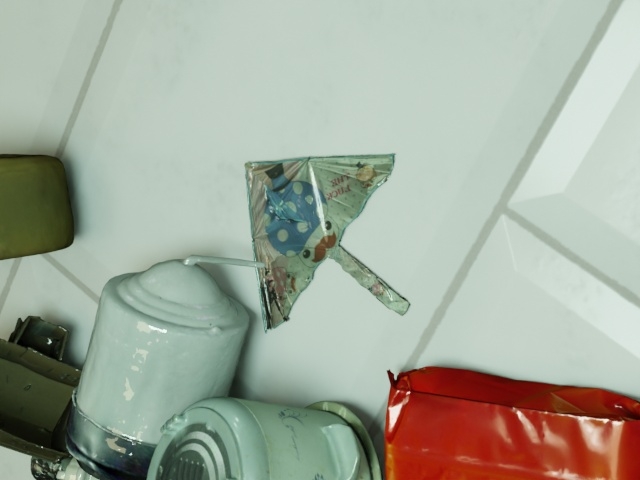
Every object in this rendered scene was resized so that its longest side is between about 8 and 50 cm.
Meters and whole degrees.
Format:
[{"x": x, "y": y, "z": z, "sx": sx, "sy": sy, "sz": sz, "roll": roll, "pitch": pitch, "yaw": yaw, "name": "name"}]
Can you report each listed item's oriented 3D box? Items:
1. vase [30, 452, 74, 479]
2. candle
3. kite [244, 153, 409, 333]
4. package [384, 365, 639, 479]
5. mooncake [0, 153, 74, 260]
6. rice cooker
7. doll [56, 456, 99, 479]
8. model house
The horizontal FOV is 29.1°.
[{"x": -0.380, "y": 0.364, "z": 1.953, "sx": 0.167, "sy": 0.059, "sz": 0.059, "roll": 3, "pitch": 99, "yaw": 32, "name": "vase"}, {"x": -0.223, "y": 0.166, "z": 1.728, "sx": 0.221, "sy": 0.221, "sz": 0.342, "roll": 23, "pitch": 107, "yaw": 28, "name": "candle"}, {"x": 0.000, "y": 0.000, "z": 1.681, "sx": 0.314, "sy": 0.011, "sz": 0.335, "roll": 44, "pitch": 119, "yaw": 19, "name": "kite"}, {"x": 0.252, "y": 0.269, "z": 1.497, "sx": 0.423, "sy": 0.123, "sz": 0.196, "roll": 5, "pitch": 103, "yaw": 33, "name": "package"}, {"x": -0.512, "y": -0.050, "z": 1.842, "sx": 0.284, "sy": 0.284, "sz": 0.155, "roll": -4, "pitch": 96, "yaw": 33, "name": "mooncake"}, {"x": -0.063, "y": 0.338, "z": 1.613, "sx": 0.316, "sy": 0.316, "sz": 0.264, "roll": -44, "pitch": 48, "yaw": 30, "name": "rice cooker"}, {"x": -0.250, "y": 0.370, "z": 1.811, "sx": 0.293, "sy": 0.138, "sz": 0.119, "roll": 9, "pitch": 88, "yaw": 13, "name": "doll"}, {"x": -0.482, "y": 0.236, "z": 1.944, "sx": 0.243, "sy": 0.211, "sz": 0.204, "roll": -38, "pitch": 31, "yaw": 59, "name": "model house"}]
